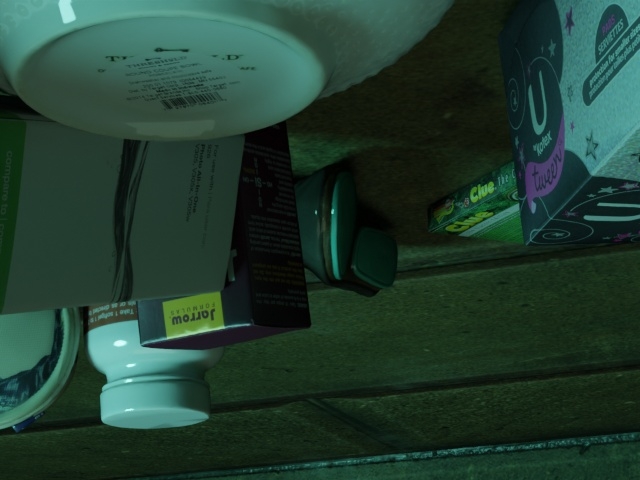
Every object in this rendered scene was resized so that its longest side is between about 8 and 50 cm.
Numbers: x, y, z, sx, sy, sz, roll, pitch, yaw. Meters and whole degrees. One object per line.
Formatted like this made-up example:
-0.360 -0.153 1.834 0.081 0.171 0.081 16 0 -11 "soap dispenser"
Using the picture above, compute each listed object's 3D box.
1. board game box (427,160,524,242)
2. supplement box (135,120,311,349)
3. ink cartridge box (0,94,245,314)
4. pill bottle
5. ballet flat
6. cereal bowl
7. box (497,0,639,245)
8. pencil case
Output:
0.222 -0.049 1.255 0.136 0.030 0.259 5 161 -29 "board game box"
-0.080 -0.019 1.021 0.104 0.188 0.081 -13 169 29 "supplement box"
-0.215 -0.032 0.886 0.211 0.122 0.289 11 -173 31 "ink cartridge box"
-0.143 0.046 1.187 0.121 0.216 0.121 -3 162 -1 "pill bottle"
0.000 0.000 1.280 0.096 0.095 0.280 5 165 15 "ballet flat"
-0.078 -0.145 0.717 0.339 0.141 0.339 -3 162 -1 "cereal bowl"
0.211 -0.106 0.840 0.142 0.163 0.247 -1 162 -9 "box"
-0.311 0.102 1.301 0.160 0.183 0.410 32 168 -5 "pencil case"
